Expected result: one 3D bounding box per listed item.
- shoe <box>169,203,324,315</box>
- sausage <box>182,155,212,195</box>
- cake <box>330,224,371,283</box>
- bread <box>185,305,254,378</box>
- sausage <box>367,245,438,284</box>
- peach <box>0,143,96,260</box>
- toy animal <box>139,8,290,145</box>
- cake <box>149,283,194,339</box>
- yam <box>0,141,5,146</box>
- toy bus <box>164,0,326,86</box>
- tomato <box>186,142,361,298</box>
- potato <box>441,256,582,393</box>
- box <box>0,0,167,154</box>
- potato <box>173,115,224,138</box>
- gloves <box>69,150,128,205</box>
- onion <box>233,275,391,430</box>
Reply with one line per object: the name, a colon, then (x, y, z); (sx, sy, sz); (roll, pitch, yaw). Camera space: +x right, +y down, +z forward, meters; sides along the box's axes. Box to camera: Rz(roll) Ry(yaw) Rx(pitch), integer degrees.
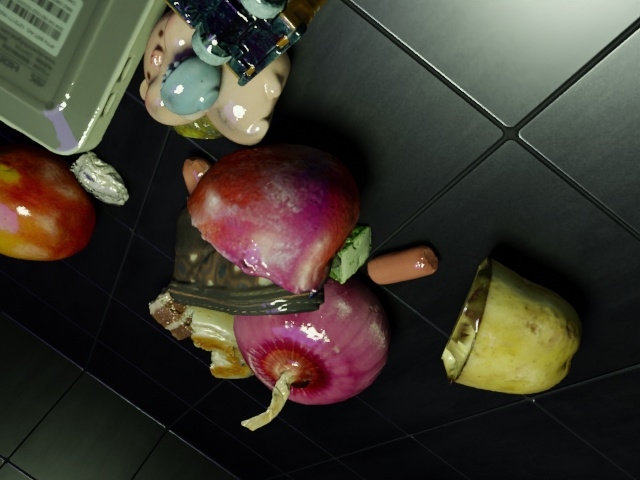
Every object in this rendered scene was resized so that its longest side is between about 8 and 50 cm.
shoe: (-0.146, 0.022, 1.111); (0.384, 0.236, 0.171); (1, 176, 44)
sausage: (-0.250, -0.102, 1.257); (0.077, 0.077, 0.194); (11, 136, 27)
cake: (-0.021, 0.003, 1.185); (0.236, 0.099, 0.100); (16, 138, 23)
bread: (-0.232, 0.258, 1.560); (0.192, 0.171, 0.314); (-1, 138, 20)
sausage: (0.160, 0.050, 1.132); (0.154, 0.062, 0.062); (-17, 120, 45)
peach: (-0.740, -0.085, 1.467); (0.308, 0.307, 0.332); (-4, 142, 39)
toy animal: (-0.166, -0.271, 0.930); (0.221, 0.229, 0.209); (8, 121, -33)
cake: (-0.398, 0.190, 1.643); (0.147, 0.135, 0.135); (49, 141, -12)
yam: (-0.881, -0.240, 1.595); (0.327, 0.045, 0.045); (40, 111, -9)
toy bus: (-0.145, -0.397, 0.756); (0.323, 0.194, 0.162); (45, 142, -20)
tomato: (-0.067, -0.078, 0.965); (0.290, 0.335, 0.176); (28, 118, 4)
potato: (0.348, 0.170, 1.016); (0.243, 0.242, 0.285); (21, 134, 17)
box: (-0.474, -0.376, 0.943); (0.367, 0.090, 0.372); (32, 103, 2)
potato: (-0.232, -0.243, 1.107); (0.198, 0.054, 0.119); (4, 137, 33)
gloves: (-0.555, -0.146, 1.434); (0.153, 0.070, 0.114); (43, 142, -14)
onion: (-0.016, 0.229, 1.272); (0.359, 0.344, 0.358); (-7, 134, -7)
